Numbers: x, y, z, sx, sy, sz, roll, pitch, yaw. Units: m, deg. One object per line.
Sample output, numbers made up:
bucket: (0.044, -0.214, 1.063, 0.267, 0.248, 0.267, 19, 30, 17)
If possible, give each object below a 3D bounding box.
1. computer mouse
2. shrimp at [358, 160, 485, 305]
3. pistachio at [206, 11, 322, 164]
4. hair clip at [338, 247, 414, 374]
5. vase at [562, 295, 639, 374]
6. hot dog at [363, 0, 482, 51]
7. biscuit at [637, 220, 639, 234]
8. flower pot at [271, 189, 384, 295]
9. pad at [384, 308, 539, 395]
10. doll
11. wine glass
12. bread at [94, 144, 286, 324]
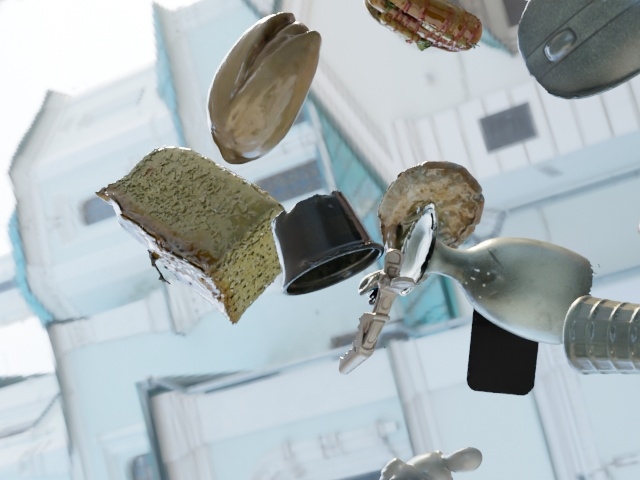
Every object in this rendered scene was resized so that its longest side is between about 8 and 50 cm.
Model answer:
computer mouse: (0.441, -0.346, 1.467, 0.203, 0.374, 0.114, 57, -155, 7)
shrimp: (0.213, -0.009, 2.431, 0.221, 0.446, 0.110, 32, -147, -3)
pistachio: (-0.105, -0.264, 1.835, 0.162, 0.293, 0.181, 33, -160, 19)
hair clip: (0.082, 0.124, 1.541, 0.034, 0.226, 0.072, 11, -154, -25)
vase: (0.473, 0.135, 1.352, 0.143, 0.298, 0.143, 0, -90, -47)
hot dog: (0.173, -0.379, 1.777, 0.250, 0.104, 0.076, 15, -112, -38)
biscuit: (0.567, -0.115, 1.617, 0.035, 0.250, 0.162, 34, -170, 10)
flower pot: (0.000, 0.000, 1.468, 0.157, 0.157, 0.107, 17, -133, -65)
pad: (0.300, 0.181, 2.123, 0.055, 0.323, 0.250, 146, 132, -86)
doll: (0.161, 0.514, 2.087, 0.159, 0.311, 0.243, 29, -112, -11)
wine glass: (0.322, 0.068, 1.891, 0.356, 0.190, 0.191, 16, -135, -11)
bread: (-0.240, -0.012, 2.086, 0.248, 0.315, 0.279, -47, -35, -20)
